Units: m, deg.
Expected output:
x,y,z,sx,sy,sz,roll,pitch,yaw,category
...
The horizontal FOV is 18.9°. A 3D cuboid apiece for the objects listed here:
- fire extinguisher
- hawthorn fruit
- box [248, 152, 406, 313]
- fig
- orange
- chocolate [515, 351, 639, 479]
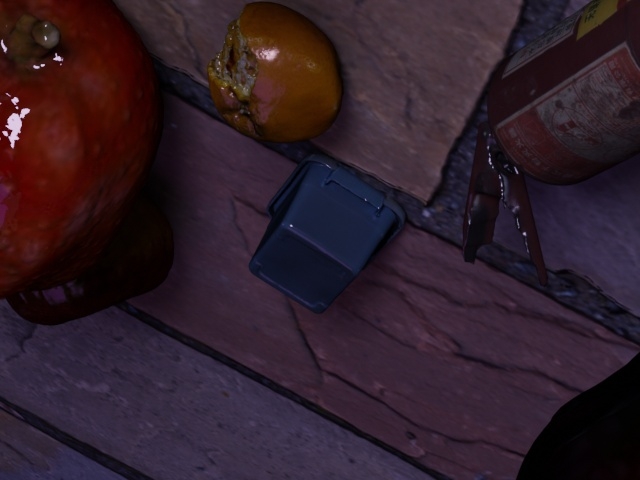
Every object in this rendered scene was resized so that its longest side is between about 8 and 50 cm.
x,y,z,sx,sy,sz,roll,pitch,yaw,category
0.125,-0.055,0.913,0.075,0.106,0.252,19,157,-22,fire extinguisher
-0.184,-0.074,1.096,0.205,0.205,0.253,35,145,-9,hawthorn fruit
0.000,0.000,1.179,0.074,0.054,0.099,31,152,-5,box
-0.177,-0.010,1.281,0.153,0.119,0.119,44,154,11,fig
-0.025,-0.087,1.055,0.086,0.062,0.086,22,153,12,orange
0.259,0.188,0.979,0.331,0.383,0.383,50,150,-4,chocolate
